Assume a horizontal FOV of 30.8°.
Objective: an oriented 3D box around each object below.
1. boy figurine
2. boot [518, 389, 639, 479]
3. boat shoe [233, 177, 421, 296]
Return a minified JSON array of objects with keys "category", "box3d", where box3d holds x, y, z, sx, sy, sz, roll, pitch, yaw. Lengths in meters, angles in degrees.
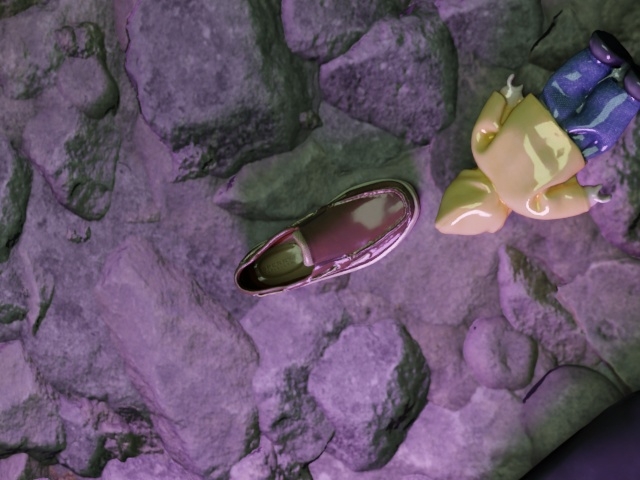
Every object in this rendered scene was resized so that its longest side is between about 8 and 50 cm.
[{"category":"boy figurine","box3d":[0.247,-0.095,1.301,0.177,0.092,0.285,47,115,10]},{"category":"boot","box3d":[0.404,0.346,1.273,0.445,0.146,0.367,-47,69,20]},{"category":"boat shoe","box3d":[0.004,0.007,1.425,0.257,0.095,0.095,-31,86,26]}]
